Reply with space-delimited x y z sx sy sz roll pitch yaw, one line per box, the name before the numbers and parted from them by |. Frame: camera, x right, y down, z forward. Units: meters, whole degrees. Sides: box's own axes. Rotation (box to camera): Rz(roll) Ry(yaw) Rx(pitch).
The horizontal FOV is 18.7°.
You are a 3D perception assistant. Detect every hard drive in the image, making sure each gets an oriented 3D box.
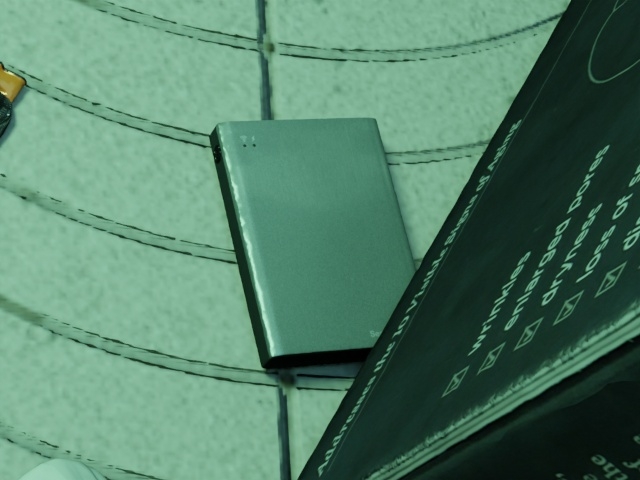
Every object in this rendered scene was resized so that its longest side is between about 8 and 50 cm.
hard drive | 0.000 0.000 1.021 0.094 0.022 0.135 -3 66 -25

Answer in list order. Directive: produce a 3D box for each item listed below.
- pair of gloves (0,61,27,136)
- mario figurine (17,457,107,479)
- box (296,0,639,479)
pair of gloves | -0.197 -0.075 0.984 0.083 0.010 0.074 31 55 -8
mario figurine | -0.161 0.191 0.760 0.320 0.170 0.198 5 97 -12
box | 0.277 -0.023 0.869 0.297 0.472 0.480 38 56 -9
